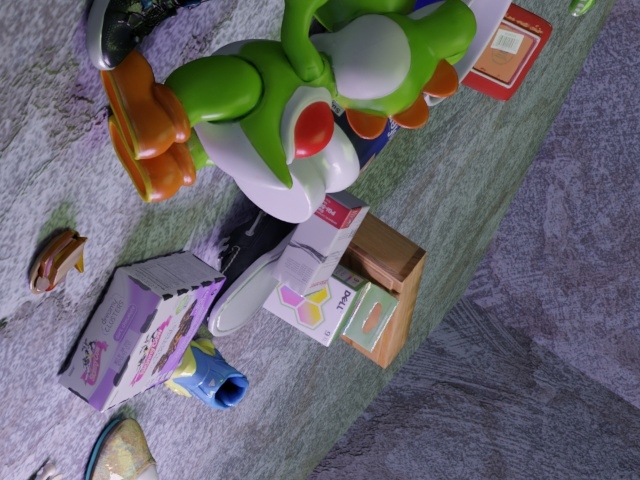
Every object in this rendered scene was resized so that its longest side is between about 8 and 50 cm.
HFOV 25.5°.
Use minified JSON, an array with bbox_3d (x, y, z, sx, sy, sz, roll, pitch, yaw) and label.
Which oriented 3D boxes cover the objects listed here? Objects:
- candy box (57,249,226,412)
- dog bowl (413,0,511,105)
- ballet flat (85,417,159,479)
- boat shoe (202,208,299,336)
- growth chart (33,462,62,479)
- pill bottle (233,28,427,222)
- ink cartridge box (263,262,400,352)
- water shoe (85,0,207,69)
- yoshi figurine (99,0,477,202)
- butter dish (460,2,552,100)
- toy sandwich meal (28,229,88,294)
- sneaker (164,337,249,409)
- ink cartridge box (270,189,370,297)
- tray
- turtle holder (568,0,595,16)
[{"bbox_3d":[-0.214,0.107,1.717,0.165,0.070,0.196,-60,168,15],"label":"candy box"},{"bbox_3d":[0.187,-0.335,2.061,0.265,0.104,0.265,-53,167,-17],"label":"dog bowl"},{"bbox_3d":[-0.286,0.391,2.052,0.123,0.123,0.348,-44,162,-46],"label":"ballet flat"},{"bbox_3d":[-0.092,0.023,1.920,0.302,0.091,0.114,-42,158,-51],"label":"boat shoe"},{"bbox_3d":[-0.399,0.396,1.853,0.172,0.021,0.237,-48,165,-35],"label":"growth chart"},{"bbox_3d":[0.013,-0.155,1.742,0.265,0.153,0.153,-50,166,-26],"label":"pill bottle"},{"bbox_3d":[0.003,0.087,2.163,0.109,0.209,0.062,-63,168,25],"label":"ink cartridge box"},{"bbox_3d":[-0.126,-0.225,1.209,0.203,0.080,0.073,-58,167,6],"label":"water shoe"},{"bbox_3d":[-0.035,-0.187,1.358,0.362,0.203,0.203,-21,117,-13],"label":"yoshi figurine"},{"bbox_3d":[0.287,-0.344,2.417,0.160,0.118,0.160,18,112,-34],"label":"butter dish"},{"bbox_3d":[-0.262,0.024,1.429,0.085,0.029,0.085,-53,167,-18],"label":"toy sandwich meal"},{"bbox_3d":[-0.160,0.204,2.033,0.091,0.126,0.240,-57,167,0],"label":"sneaker"},{"bbox_3d":[0.000,0.000,1.873,0.135,0.056,0.099,-60,168,12],"label":"ink cartridge box"},{"bbox_3d":[0.056,0.068,2.331,0.076,0.203,0.411,-51,166,-20],"label":"tray"},{"bbox_3d":[0.420,-0.519,2.124,0.320,0.243,0.227,-20,143,-2],"label":"turtle holder"}]
